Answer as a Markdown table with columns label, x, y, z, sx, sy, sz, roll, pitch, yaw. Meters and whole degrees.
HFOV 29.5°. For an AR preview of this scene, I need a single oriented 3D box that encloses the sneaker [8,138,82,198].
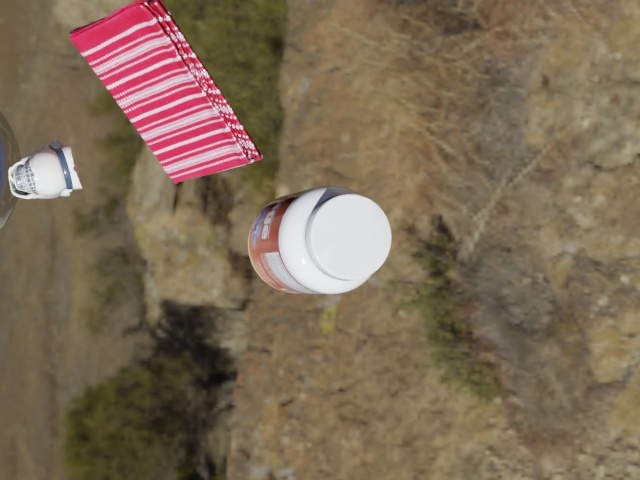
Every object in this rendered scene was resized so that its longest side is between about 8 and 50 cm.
| label | x | y | z | sx | sy | sz | roll | pitch | yaw |
| --- | --- | --- | --- | --- | --- | --- | --- | --- | --- |
| sneaker | -0.425 | -0.100 | 1.829 | 0.090 | 0.094 | 0.235 | 71 | 162 | -3 |

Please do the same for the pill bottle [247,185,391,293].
| label | x | y | z | sx | sy | sz | roll | pitch | yaw |
| --- | --- | --- | --- | --- | --- | --- | --- | --- | --- |
| pill bottle | 0.000 | 0.000 | 1.376 | 0.216 | 0.121 | 0.121 | 172 | 103 | -72 |

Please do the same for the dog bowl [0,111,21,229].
| label | x | y | z | sx | sy | sz | roll | pitch | yaw |
| --- | --- | --- | --- | --- | --- | --- | --- | --- | --- |
| dog bowl | -0.683 | -0.123 | 2.049 | 0.102 | 0.348 | 0.349 | -176 | 92 | -77 |

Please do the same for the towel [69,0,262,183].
| label | x | y | z | sx | sy | sz | roll | pitch | yaw |
| --- | --- | --- | --- | --- | --- | --- | --- | --- | --- |
| towel | -0.219 | -0.202 | 1.690 | 0.198 | 0.275 | 0.031 | -9 | 33 | 45 |
